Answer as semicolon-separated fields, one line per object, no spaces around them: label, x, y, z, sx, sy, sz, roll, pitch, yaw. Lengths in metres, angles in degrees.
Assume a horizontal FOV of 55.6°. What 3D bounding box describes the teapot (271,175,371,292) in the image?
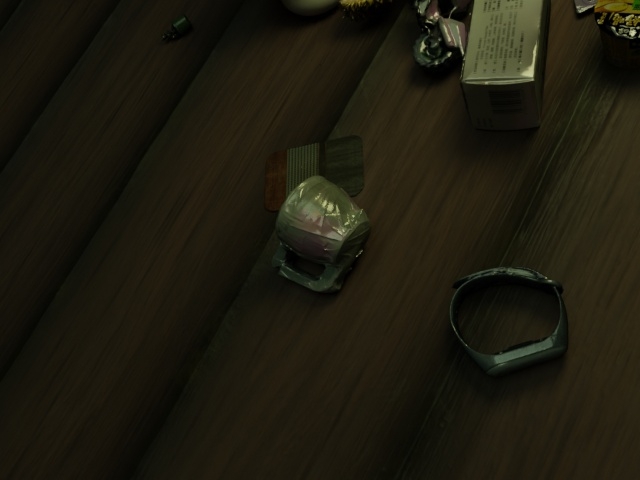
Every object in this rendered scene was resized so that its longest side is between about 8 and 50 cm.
teapot;-0.003;-0.006;1.257;0.178;0.163;0.221;35;84;25

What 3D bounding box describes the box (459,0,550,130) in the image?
box;0.392;-0.415;1.263;0.145;0.173;0.332;4;69;23

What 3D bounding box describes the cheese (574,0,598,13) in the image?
cheese;0.567;-0.583;1.340;0.105;0.042;0.190;-24;60;13

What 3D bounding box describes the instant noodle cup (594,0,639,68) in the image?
instant noodle cup;0.618;-0.420;1.197;0.151;0.122;0.151;-8;65;18

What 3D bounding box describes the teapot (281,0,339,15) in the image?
teapot;-0.030;-0.691;1.597;0.298;0.139;0.204;0;70;23

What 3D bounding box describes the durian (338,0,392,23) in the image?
durian;0.134;-0.630;1.477;0.132;0.165;0.182;24;68;-8

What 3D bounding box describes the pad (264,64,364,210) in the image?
pad;-0.028;-0.239;1.436;0.250;0.055;0.323;-10;81;20

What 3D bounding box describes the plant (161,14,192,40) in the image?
plant;-0.431;-0.620;1.793;0.102;0.051;0.051;-33;58;12

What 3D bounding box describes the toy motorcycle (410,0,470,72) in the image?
toy motorcycle;0.299;-0.542;1.384;0.188;0.143;0.327;-6;72;21

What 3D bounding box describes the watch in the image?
watch;0.341;0.135;1.097;0.206;0.068;0.193;-23;60;15
